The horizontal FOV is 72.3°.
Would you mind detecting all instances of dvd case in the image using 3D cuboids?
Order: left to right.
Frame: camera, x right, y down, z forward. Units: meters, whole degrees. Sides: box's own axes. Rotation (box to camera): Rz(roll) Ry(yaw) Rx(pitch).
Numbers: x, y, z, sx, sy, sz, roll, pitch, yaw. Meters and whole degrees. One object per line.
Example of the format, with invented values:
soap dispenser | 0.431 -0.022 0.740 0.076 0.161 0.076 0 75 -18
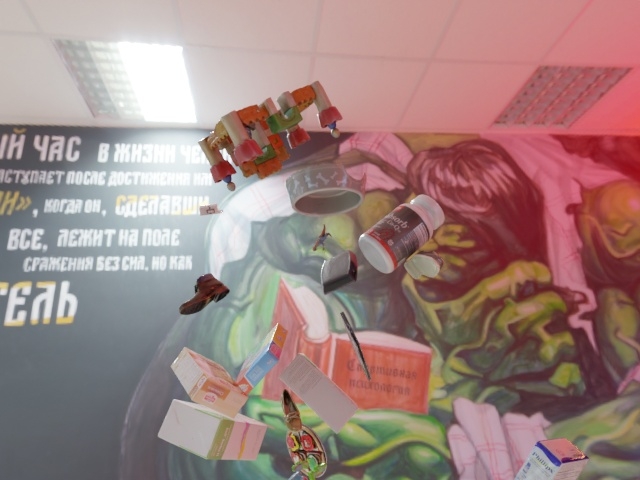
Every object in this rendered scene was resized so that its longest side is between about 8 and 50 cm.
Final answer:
dvd case | 0.128 0.383 1.581 0.018 0.164 0.221 -22 -51 -5

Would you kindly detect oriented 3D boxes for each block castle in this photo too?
block castle | -0.168 -0.355 1.534 0.453 0.212 0.303 -34 10 -35

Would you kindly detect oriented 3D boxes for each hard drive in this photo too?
hard drive | 0.080 0.135 1.961 0.172 0.254 0.054 -25 -69 15

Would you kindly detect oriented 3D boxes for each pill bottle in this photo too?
pill bottle | 0.368 -0.036 1.969 0.363 0.210 0.210 -38 -14 -17

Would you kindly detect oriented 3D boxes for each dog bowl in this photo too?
dog bowl | 0.026 -0.199 1.838 0.349 0.102 0.348 -6 -18 -2

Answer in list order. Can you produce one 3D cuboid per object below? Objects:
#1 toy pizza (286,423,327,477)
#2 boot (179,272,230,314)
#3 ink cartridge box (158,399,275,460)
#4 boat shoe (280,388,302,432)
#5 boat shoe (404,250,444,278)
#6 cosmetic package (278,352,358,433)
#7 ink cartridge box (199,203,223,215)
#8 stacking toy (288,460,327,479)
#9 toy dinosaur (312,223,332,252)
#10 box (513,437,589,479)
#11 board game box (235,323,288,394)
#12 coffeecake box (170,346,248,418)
toy pizza | -0.059 0.761 1.585 0.201 0.201 0.032 -23 -8 41
boot | -0.449 0.195 1.615 0.219 0.106 0.082 -22 -28 -52
ink cartridge box | -0.321 0.626 1.432 0.207 0.119 0.353 8 -22 28
boat shoe | -0.101 0.575 1.482 0.056 0.153 0.048 -10 -54 -13
boat shoe | 0.447 0.091 1.836 0.097 0.116 0.324 -35 -6 -10
cosmetic package | -0.006 0.711 2.061 0.366 0.155 0.197 39 -10 11
ink cartridge box | -0.398 -0.114 1.599 0.083 0.028 0.048 -8 21 -13
stacking toy | -0.088 0.685 1.188 0.221 0.052 0.167 -32 -6 -30
toy dinosaur | 0.000 0.000 1.525 0.082 0.090 0.047 -29 3 5
box | 0.574 0.573 1.094 0.126 0.137 0.072 11 19 -32
board game box | -0.261 0.524 1.936 0.242 0.064 0.316 -48 5 9
coffeecake box | -0.298 0.376 1.167 0.142 0.068 0.186 42 -12 -35
